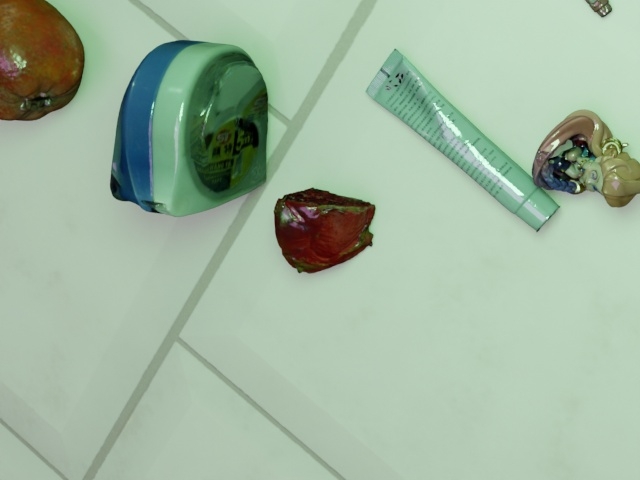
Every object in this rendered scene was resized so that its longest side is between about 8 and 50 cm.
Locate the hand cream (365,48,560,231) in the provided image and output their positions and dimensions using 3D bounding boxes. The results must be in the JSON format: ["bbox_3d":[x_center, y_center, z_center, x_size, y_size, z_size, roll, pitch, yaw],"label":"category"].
[{"bbox_3d":[0.205,-0.139,1.579,0.331,0.058,0.085,41,125,8],"label":"hand cream"}]

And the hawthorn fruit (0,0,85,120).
[{"bbox_3d":[-0.510,-0.332,1.811,0.210,0.210,0.262,-33,79,34],"label":"hawthorn fruit"}]

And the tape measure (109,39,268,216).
[{"bbox_3d":[-0.184,-0.173,1.664,0.138,0.259,0.262,17,113,21],"label":"tape measure"}]

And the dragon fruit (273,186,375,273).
[{"bbox_3d":[0.002,0.000,1.713,0.120,0.127,0.161,19,118,29],"label":"dragon fruit"}]

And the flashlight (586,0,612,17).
[{"bbox_3d":[0.343,-0.340,1.436,0.052,0.031,0.110,-39,89,34],"label":"flashlight"}]

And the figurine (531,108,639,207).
[{"bbox_3d":[0.370,-0.106,1.466,0.157,0.114,0.126,18,135,38],"label":"figurine"}]
